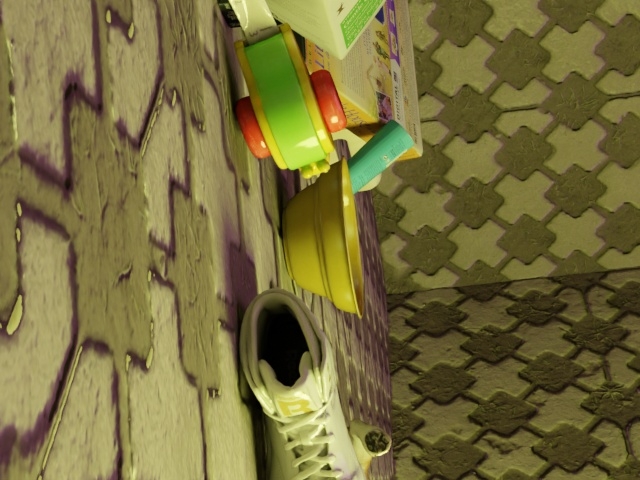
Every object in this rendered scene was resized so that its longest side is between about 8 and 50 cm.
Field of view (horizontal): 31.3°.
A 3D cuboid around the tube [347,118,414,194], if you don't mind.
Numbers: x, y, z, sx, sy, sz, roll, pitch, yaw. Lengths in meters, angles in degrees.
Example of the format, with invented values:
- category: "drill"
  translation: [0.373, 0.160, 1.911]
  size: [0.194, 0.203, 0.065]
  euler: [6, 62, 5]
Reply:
- category: "tube"
  translation: [0.048, -0.094, 1.702]
  size: [0.052, 0.207, 0.080]
  euler: [45, -7, 23]

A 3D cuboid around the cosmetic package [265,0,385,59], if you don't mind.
- category: "cosmetic package"
  translation: [0.000, -0.371, 1.263]
  size: [0.197, 0.155, 0.365]
  euler: [-54, 169, -4]

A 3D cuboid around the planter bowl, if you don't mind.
- category: "planter bowl"
  translation: [0.000, 0.000, 1.517]
  size: [0.217, 0.090, 0.217]
  euler: [-7, 90, -85]

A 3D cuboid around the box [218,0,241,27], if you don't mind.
- category: "box"
  translation: [-0.097, -0.279, 1.227]
  size: [0.067, 0.018, 0.083]
  euler: [57, 28, -77]

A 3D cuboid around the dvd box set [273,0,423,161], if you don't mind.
- category: "dvd box set"
  translation: [0.040, -0.320, 1.732]
  size: [0.420, 0.062, 0.308]
  euler: [24, 58, -61]

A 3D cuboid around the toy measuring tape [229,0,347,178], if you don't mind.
- category: "toy measuring tape"
  translation: [-0.049, -0.172, 1.179]
  size: [0.330, 0.121, 0.121]
  euler: [65, 18, -48]

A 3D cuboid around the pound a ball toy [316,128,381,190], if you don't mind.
- category: "pound a ball toy"
  translation: [0.042, -0.237, 1.971]
  size: [0.319, 0.135, 0.208]
  euler: [70, 15, -69]

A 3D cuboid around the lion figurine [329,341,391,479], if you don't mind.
- category: "lion figurine"
  translation: [0.040, 0.333, 1.347]
  size: [0.240, 0.142, 0.392]
  euler: [89, -7, -70]

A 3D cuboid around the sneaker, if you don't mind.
- category: "sneaker"
  translation: [-0.021, 0.192, 1.104]
  size: [0.169, 0.108, 0.293]
  euler: [66, 9, -66]
